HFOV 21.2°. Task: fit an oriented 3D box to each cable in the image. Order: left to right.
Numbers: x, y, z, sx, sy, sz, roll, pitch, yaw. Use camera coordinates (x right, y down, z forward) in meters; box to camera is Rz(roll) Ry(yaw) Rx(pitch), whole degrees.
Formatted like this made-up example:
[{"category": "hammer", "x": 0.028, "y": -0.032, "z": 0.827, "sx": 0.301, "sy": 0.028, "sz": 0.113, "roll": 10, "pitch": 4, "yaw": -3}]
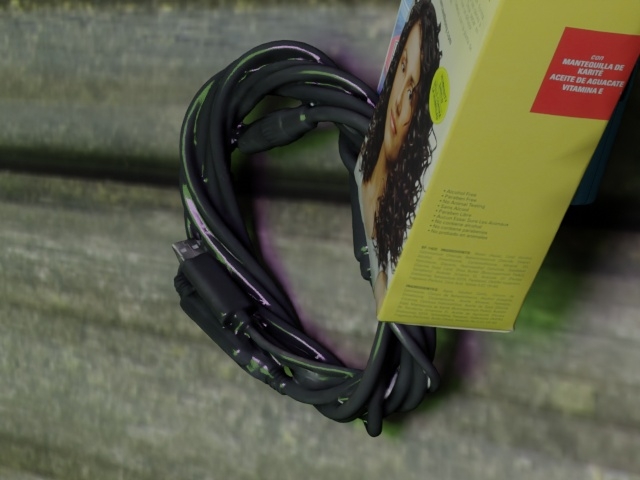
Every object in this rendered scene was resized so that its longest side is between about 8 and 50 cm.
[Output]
[{"category": "cable", "x": 0.000, "y": 0.000, "z": 0.751, "sx": 0.184, "sy": 0.047, "sz": 0.150, "roll": 41, "pitch": 122, "yaw": 41}]

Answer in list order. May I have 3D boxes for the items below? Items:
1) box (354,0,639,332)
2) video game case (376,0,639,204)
[{"category": "box", "x": 0.070, "y": -0.076, "z": 0.583, "sx": 0.087, "sy": 0.058, "sz": 0.232, "roll": -98, "pitch": 20, "yaw": -46}, {"category": "video game case", "x": 0.085, "y": -0.113, "z": 0.672, "sx": 0.119, "sy": 0.015, "sz": 0.166, "roll": 34, "pitch": 117, "yaw": 41}]
